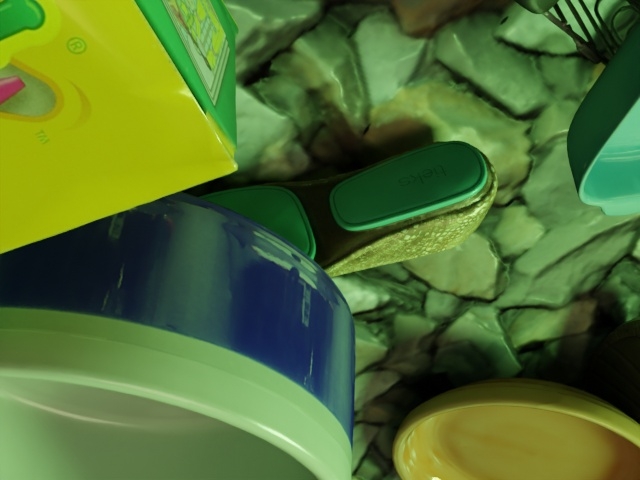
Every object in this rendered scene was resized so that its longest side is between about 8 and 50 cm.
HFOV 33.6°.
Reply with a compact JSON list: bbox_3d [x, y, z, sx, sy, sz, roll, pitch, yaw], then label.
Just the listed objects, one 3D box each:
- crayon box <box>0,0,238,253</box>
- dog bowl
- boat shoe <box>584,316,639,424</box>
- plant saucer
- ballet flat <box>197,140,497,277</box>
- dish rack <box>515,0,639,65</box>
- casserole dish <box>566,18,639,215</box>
[{"bbox_3d":[-0.242,-0.128,0.336,0.313,0.106,0.363,-17,132,15],"label":"crayon box"},{"bbox_3d":[-0.113,0.083,0.556,0.264,0.104,0.265,4,146,3],"label":"dog bowl"},{"bbox_3d":[0.237,0.113,0.781,0.072,0.068,0.190,-17,145,-18],"label":"boat shoe"},{"bbox_3d":[0.152,0.158,0.763,0.199,0.037,0.200,11,141,9],"label":"plant saucer"},{"bbox_3d":[0.000,0.000,0.599,0.206,0.073,0.067,-12,148,-1],"label":"ballet flat"},{"bbox_3d":[0.203,-0.152,0.498,0.208,0.074,0.271,-41,147,23],"label":"dish rack"},{"bbox_3d":[0.178,-0.084,0.472,0.114,0.037,0.188,-7,143,-31],"label":"casserole dish"}]
